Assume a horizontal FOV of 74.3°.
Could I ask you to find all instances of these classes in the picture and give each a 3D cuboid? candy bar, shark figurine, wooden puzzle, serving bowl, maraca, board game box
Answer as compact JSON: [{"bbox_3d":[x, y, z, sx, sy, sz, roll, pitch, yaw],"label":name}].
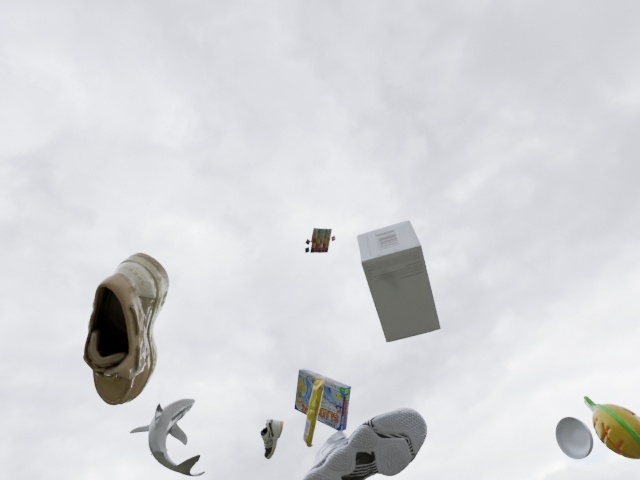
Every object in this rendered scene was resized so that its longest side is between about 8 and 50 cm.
[{"bbox_3d":[-0.017,0.407,1.000,0.018,0.040,0.162,12,-92,-29],"label":"candy bar"},{"bbox_3d":[-0.374,0.456,1.017,0.166,0.278,0.116,-1,-74,-22],"label":"shark figurine"},{"bbox_3d":[0.000,0.000,0.828,0.083,0.006,0.050,1,-78,-46],"label":"wooden puzzle"},{"bbox_3d":[0.547,0.422,0.903,0.027,0.083,0.083,12,-57,-20],"label":"serving bowl"},{"bbox_3d":[0.685,0.431,0.981,0.099,0.186,0.127,-33,-87,2],"label":"maraca"},{"bbox_3d":[0.004,0.508,1.359,0.035,0.201,0.136,6,-90,-49],"label":"board game box"}]

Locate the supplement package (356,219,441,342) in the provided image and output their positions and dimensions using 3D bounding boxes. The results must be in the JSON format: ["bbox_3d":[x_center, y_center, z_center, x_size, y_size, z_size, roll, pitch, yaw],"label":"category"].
[{"bbox_3d":[0.140,0.074,0.761,0.105,0.105,0.180,-17,-65,7],"label":"supplement package"}]

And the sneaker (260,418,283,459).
[{"bbox_3d":[-0.094,0.359,0.770,0.036,0.032,0.084,17,-75,-4],"label":"sneaker"}]

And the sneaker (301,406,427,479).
[{"bbox_3d":[0.108,0.545,1.104,0.365,0.137,0.210,-37,-9,0],"label":"sneaker"}]

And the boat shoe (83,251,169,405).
[{"bbox_3d":[-0.360,0.179,0.736,0.121,0.110,0.342,25,-62,8],"label":"boat shoe"}]
